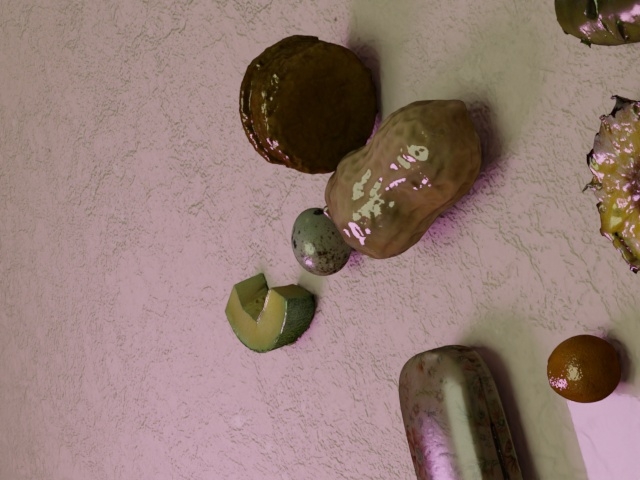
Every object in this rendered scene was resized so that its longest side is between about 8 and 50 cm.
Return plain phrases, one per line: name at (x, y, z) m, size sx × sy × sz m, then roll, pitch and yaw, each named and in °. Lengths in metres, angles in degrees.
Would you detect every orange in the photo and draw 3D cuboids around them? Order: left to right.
orange at (0.298, 0.145, 1.577) m, size 0.085 × 0.085 × 0.085 m, roll 21°, pitch 116°, yaw 53°

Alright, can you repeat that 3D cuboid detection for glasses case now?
glasses case at (0.199, 0.342, 1.762) m, size 0.156 × 0.098 × 0.425 m, roll -26°, pitch 77°, yaw 59°

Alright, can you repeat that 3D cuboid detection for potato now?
potato at (0.319, -0.259, 1.419) m, size 0.225 × 0.090 × 0.117 m, roll -17°, pitch 69°, yaw 60°

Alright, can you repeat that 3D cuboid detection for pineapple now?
pineapple at (0.360, -0.054, 1.461) m, size 0.221 × 0.047 × 0.221 m, roll 30°, pitch 126°, yaw 52°

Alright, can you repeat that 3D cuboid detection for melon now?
melon at (-0.081, 0.112, 2.171) m, size 0.209 × 0.064 × 0.118 m, roll 23°, pitch 119°, yaw 55°

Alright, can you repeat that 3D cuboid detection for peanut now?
peanut at (0.099, -0.064, 1.763) m, size 0.291 × 0.143 × 0.159 m, roll -39°, pitch 43°, yaw 54°

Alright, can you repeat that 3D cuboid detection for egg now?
egg at (0.000, 0.000, 1.991) m, size 0.110 × 0.085 × 0.085 m, roll -110°, pitch 31°, yaw -44°

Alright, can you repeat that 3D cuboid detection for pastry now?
pastry at (-0.017, -0.181, 1.873) m, size 0.103 × 0.188 × 0.189 m, roll 16°, pitch 111°, yaw 53°
